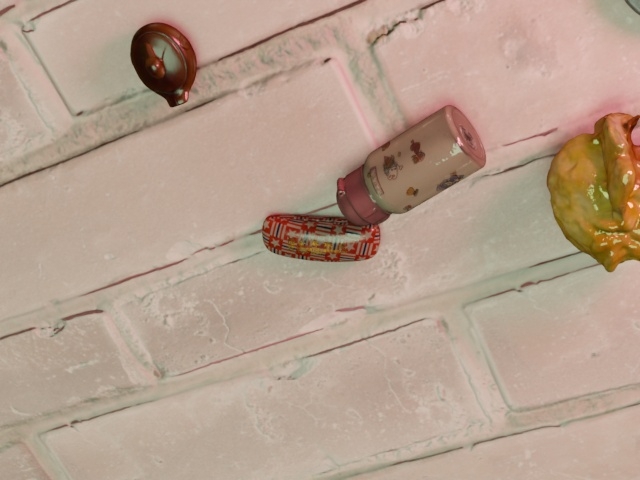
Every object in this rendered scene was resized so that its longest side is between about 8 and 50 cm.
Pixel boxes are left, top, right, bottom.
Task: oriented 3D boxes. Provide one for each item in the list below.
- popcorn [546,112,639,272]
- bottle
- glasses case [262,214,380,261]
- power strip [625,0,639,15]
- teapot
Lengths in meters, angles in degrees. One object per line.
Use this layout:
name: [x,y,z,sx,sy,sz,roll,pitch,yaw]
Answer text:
popcorn: [0.433,-0.066,1.587,0.190,0.191,0.253,8,120,38]
bottle: [0.129,-0.103,1.663,0.233,0.110,0.110,-32,109,25]
glasses case: [0.000,0.000,1.783,0.194,0.049,0.073,3,120,9]
power strip: [0.466,-0.395,1.469,0.137,0.044,0.216,7,121,8]
teapot: [-0.239,-0.266,1.660,0.098,0.078,0.129,-13,116,18]
